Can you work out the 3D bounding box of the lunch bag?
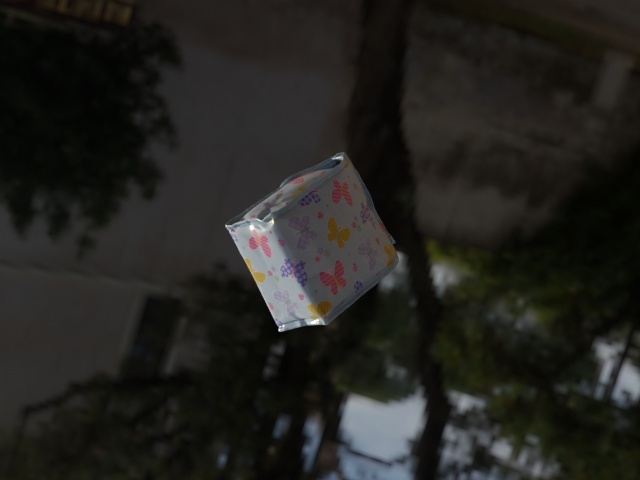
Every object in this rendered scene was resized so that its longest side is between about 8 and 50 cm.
[{"bbox_3d":[0.000,0.000,1.008,0.053,0.071,0.083,-11,-159,49],"label":"lunch bag"}]
